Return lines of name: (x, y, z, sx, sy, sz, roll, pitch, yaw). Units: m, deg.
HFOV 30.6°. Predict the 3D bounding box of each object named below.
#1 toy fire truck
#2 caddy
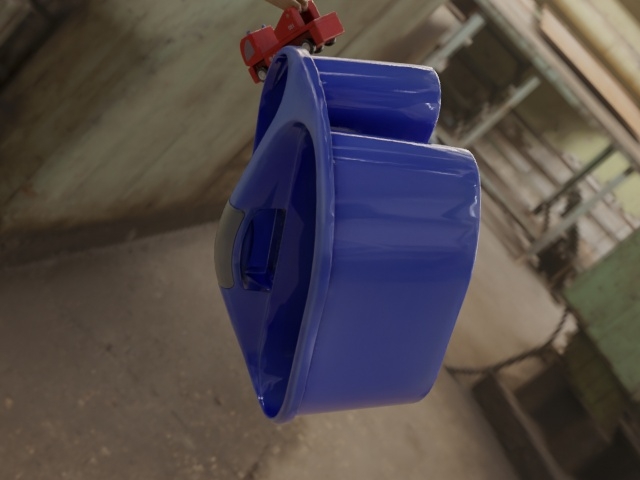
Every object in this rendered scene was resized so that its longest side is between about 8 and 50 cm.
toy fire truck: (-0.040, -0.279, 1.386, 0.047, 0.192, 0.135, -31, 96, -43)
caddy: (0.000, 0.000, 0.984, 0.179, 0.341, 0.241, -1, 43, -15)
